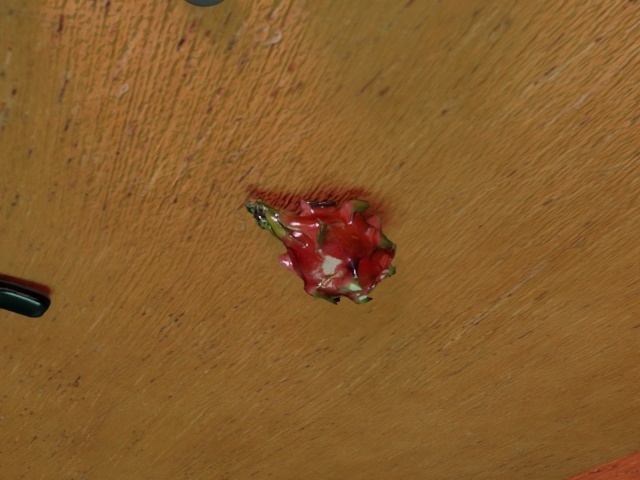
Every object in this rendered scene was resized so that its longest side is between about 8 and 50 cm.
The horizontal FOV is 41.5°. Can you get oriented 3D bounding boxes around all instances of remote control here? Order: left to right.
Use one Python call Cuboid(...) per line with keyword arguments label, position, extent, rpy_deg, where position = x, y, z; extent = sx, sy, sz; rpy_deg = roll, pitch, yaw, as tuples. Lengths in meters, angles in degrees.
Cuboid(label="remote control", position=(-0.548, 0.081, 1.356), extent=(0.222, 0.042, 0.072), rpy_deg=(18, 146, -28))

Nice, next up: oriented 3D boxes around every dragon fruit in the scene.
Cuboid(label="dragon fruit", position=(0.002, 0.001, 1.174), extent=(0.236, 0.135, 0.137), rpy_deg=(38, 140, -22))

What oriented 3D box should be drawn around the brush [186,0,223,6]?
Cuboid(label="brush", position=(-0.184, -0.306, 0.768), extent=(0.062, 0.027, 0.266), rpy_deg=(-25, 137, 33))
